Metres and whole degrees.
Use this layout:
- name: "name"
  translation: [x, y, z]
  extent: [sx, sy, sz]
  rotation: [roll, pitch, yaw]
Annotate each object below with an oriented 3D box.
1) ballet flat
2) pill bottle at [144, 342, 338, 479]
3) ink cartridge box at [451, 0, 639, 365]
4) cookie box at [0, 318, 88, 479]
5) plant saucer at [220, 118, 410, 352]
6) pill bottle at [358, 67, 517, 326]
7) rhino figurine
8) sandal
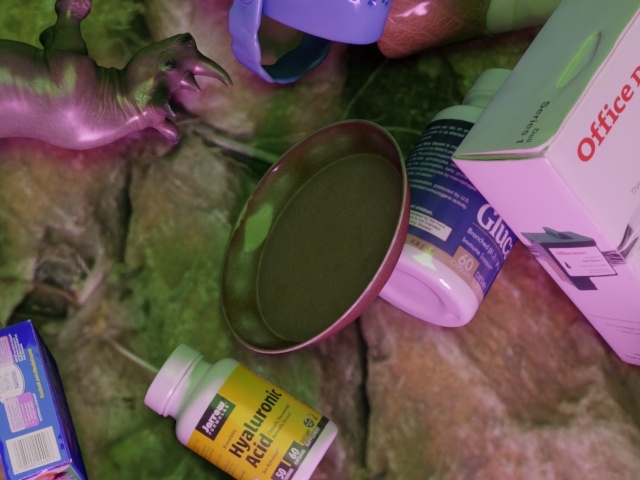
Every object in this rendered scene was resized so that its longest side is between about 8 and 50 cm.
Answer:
- name: "ballet flat"
  translation: [0.186, -0.236, 0.863]
  extent: [0.124, 0.116, 0.342]
  rotation: [37, 65, 21]
- name: "pill bottle"
  translation: [-0.053, 0.117, 0.740]
  extent: [0.116, 0.065, 0.065]
  rotation: [31, 70, 6]
- name: "ink cartridge box"
  translation: [0.212, -0.041, 0.754]
  extent: [0.219, 0.093, 0.160]
  rotation: [46, 68, -26]
- name: "cookie box"
  translation: [-0.177, 0.109, 0.707]
  extent: [0.040, 0.107, 0.091]
  rotation: [-17, 73, -10]
- name: "plant saucer"
  translation: [0.000, 0.000, 0.756]
  extent: [0.029, 0.168, 0.168]
  rotation: [31, 65, -35]
- name: "pill bottle"
  translation: [0.100, -0.033, 0.793]
  extent: [0.094, 0.094, 0.169]
  rotation: [30, 71, 5]
- name: "rhino figurine"
  translation: [-0.184, -0.113, 0.804]
  extent: [0.243, 0.073, 0.106]
  rotation: [2, 67, -7]
- name: "sandal"
  translation: [0.018, -0.194, 0.763]
  extent: [0.126, 0.317, 0.138]
  rotation: [-21, 96, -33]
